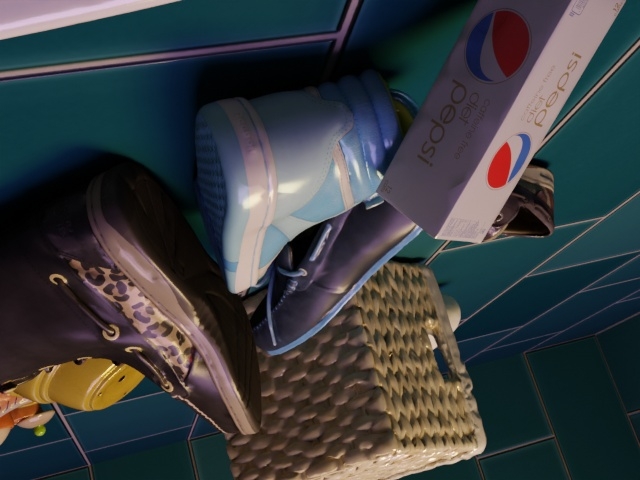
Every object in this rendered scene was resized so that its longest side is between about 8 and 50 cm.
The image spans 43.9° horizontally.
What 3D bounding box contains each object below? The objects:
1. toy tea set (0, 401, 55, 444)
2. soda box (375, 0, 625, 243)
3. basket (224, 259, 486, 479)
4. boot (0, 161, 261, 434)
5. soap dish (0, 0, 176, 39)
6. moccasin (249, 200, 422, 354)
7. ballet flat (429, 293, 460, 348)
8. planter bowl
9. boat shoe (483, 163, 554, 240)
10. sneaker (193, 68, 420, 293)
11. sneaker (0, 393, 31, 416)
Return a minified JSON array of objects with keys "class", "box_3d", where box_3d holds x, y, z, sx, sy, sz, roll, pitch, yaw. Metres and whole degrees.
[{"class":"toy tea set","box_3d":[-0.507,0.285,1.232,0.200,0.124,0.336,-25,169,15]},{"class":"soda box","box_3d":[0.132,-0.107,0.603,0.069,0.074,0.216,5,119,-49]},{"class":"basket","box_3d":[0.033,0.226,1.270,0.331,0.328,0.266,-27,158,30]},{"class":"boot","box_3d":[-0.237,0.104,0.831,0.284,0.138,0.377,-16,136,9]},{"class":"soap dish","box_3d":[-0.095,-0.183,0.267,0.291,0.118,0.229,-14,162,-6]},{"class":"moccasin","box_3d":[0.000,0.000,0.910,0.117,0.137,0.342,32,124,-14]},{"class":"ballet flat","box_3d":[0.070,0.182,1.524,0.401,0.139,0.139,-19,162,11]},{"class":"planter bowl","box_3d":[-0.271,0.145,0.985,0.217,0.090,0.217,-43,165,-14]},{"class":"boat shoe","box_3d":[0.202,-0.045,0.981,0.285,0.092,0.103,2,156,-43]},{"class":"sneaker","box_3d":[-0.007,-0.049,0.746,0.208,0.127,0.319,-18,170,-14]},{"class":"sneaker","box_3d":[-0.436,0.164,1.058,0.302,0.121,0.108,-30,146,-20]}]
